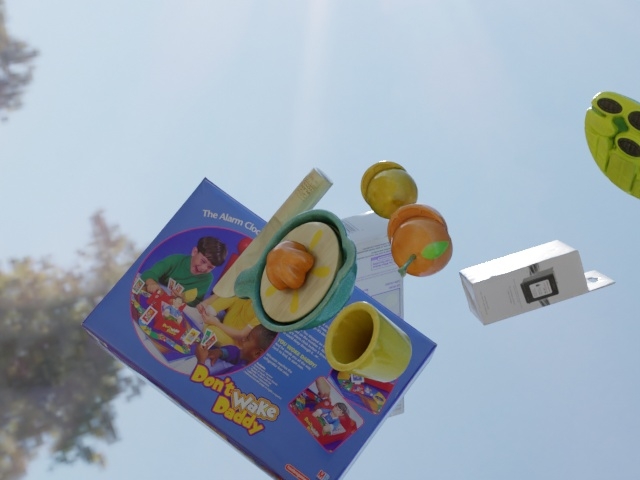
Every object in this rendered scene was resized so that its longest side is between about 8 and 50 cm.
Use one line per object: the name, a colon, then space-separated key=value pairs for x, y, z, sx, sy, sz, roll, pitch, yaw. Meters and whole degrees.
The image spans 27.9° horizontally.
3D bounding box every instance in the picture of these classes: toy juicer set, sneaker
toy juicer set: x=0.000 y=0.000 z=1.311 sx=0.329 sy=0.089 sz=0.209 roll=24 pitch=-94 yaw=53
sneaker: x=0.468 y=-0.095 z=1.681 sx=0.295 sy=0.123 sz=0.109 roll=32 pitch=-64 yaw=-4

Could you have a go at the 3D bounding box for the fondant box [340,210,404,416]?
fondant box: x=0.006 y=0.141 z=1.989 sx=0.096 sy=0.238 sz=0.330 roll=-140 pitch=-138 yaw=-56

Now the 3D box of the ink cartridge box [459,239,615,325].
ink cartridge box: x=0.281 y=0.048 z=1.683 sx=0.104 sy=0.180 sz=0.060 roll=-119 pitch=-169 yaw=-81

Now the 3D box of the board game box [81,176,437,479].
board game box: x=-0.071 y=0.120 z=1.522 sx=0.347 sy=0.233 sz=0.078 roll=36 pitch=-16 yaw=11
